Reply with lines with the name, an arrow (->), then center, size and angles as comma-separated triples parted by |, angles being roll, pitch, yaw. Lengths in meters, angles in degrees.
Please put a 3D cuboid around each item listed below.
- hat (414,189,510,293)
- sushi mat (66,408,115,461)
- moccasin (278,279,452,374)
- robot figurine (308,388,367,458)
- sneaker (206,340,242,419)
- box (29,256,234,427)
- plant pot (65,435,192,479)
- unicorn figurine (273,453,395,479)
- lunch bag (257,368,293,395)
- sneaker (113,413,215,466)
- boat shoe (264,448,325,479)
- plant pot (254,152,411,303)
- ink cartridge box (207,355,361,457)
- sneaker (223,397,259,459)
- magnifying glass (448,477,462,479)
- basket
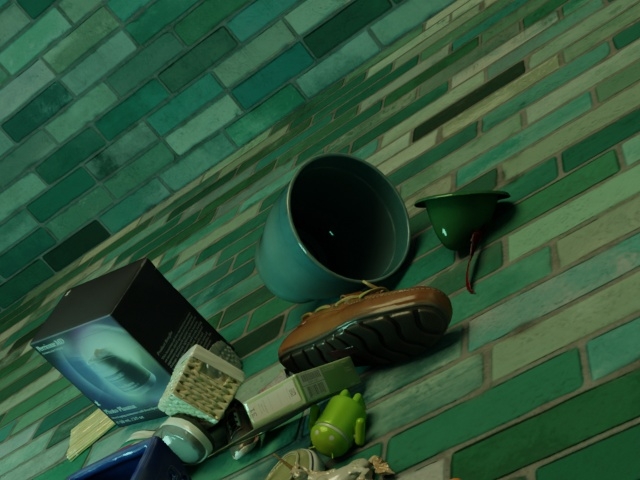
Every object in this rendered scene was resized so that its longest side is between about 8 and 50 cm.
hat -> 0.260, 0.010, 1.807 | 0.173, 0.184, 0.208 | -11, -8, 43
sushi mat -> -0.472, 0.386, 2.349 | 0.316, 0.019, 0.151 | -40, 18, 1
moccasin -> 0.081, 0.142, 1.705 | 0.380, 0.139, 0.147 | -31, 28, 51
robot figurine -> 0.029, 0.289, 1.550 | 0.101, 0.067, 0.115 | 13, 49, 31
sneaker -> -0.227, 0.293, 2.005 | 0.095, 0.090, 0.235 | -41, 15, 26
box -> -0.404, 0.227, 2.122 | 0.296, 0.294, 0.183 | -21, 29, 39
plant pot -> -0.298, 0.477, 1.524 | 0.236, 0.212, 0.236 | -27, 23, 30
unicorn figurine -> 0.021, 0.348, 1.431 | 0.162, 0.060, 0.111 | -8, 20, -8
lunch bag -> -0.072, 0.277, 1.793 | 0.071, 0.053, 0.083 | -41, 29, 3
sneaker -> -0.325, 0.423, 1.822 | 0.295, 0.124, 0.178 | -30, 15, 50
boat shoe -> -0.085, 0.412, 1.447 | 0.109, 0.094, 0.302 | -23, 25, 40
plant pot -> 0.000, 0.000, 1.987 | 0.272, 0.271, 0.255 | -54, 9, -35
ink cartridge box -> -0.069, 0.275, 1.647 | 0.235, 0.056, 0.171 | -31, -12, 32
sneaker -> -0.155, 0.337, 1.791 | 0.061, 0.065, 0.158 | -38, 18, 4
magnifying glass -> 0.149, 0.380, 1.192 | 0.092, 0.026, 0.231 | -29, 21, 29
basket -> -0.222, 0.275, 1.811 | 0.103, 0.113, 0.167 | -61, 7, -26
